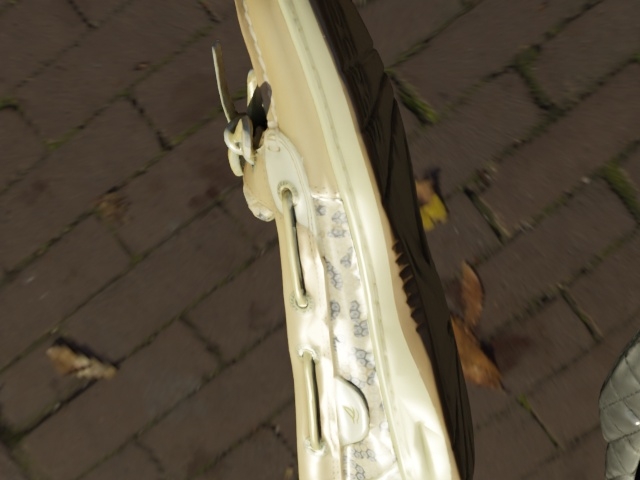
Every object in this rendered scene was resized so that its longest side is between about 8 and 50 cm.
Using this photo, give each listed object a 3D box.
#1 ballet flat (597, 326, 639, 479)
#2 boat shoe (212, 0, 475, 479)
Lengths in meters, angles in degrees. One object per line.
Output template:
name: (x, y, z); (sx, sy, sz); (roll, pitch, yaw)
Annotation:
ballet flat: (0.119, 0.075, 0.586); (0.057, 0.049, 0.173); (-18, 138, -18)
boat shoe: (0.000, 0.000, 0.838); (0.089, 0.104, 0.285); (-12, 104, 13)
